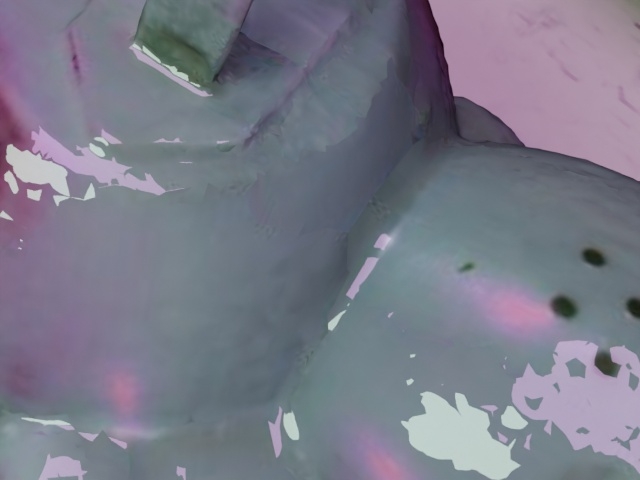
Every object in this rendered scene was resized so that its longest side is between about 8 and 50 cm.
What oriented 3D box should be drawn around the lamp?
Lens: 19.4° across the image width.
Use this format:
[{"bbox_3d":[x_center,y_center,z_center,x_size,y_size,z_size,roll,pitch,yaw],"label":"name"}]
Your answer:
[{"bbox_3d":[0.000,0.000,0.534,0.301,0.247,0.247,34,56,4],"label":"lamp"}]
